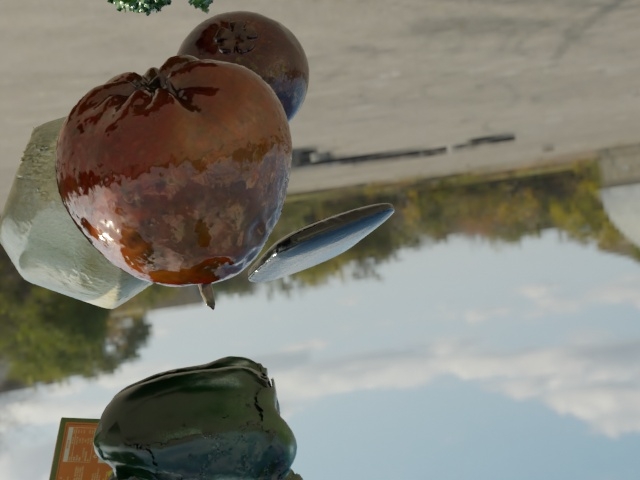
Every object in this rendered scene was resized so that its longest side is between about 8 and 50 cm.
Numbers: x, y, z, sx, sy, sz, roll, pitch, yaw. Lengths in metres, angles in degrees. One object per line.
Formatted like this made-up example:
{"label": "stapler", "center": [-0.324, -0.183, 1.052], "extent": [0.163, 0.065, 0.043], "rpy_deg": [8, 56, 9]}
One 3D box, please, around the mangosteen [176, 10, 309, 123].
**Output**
{"label": "mangosteen", "center": [-0.124, -0.240, 2.067], "extent": [0.215, 0.215, 0.257], "rpy_deg": [-8, 150, -5]}

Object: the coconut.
{"label": "coconut", "center": [-0.285, -0.040, 1.723], "extent": [0.247, 0.245, 0.245], "rpy_deg": [18, 179, -7]}

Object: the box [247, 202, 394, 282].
{"label": "box", "center": [0.000, 0.000, 1.883], "extent": [0.212, 0.042, 0.201], "rpy_deg": [-21, 170, -26]}

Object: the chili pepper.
{"label": "chili pepper", "center": [-0.155, 0.270, 1.660], "extent": [0.256, 0.233, 0.248], "rpy_deg": [-8, 174, -3]}

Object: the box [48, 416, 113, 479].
{"label": "box", "center": [-0.412, 0.448, 2.364], "extent": [0.148, 0.195, 0.177], "rpy_deg": [2, 145, 1]}

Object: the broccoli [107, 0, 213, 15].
{"label": "broccoli", "center": [-0.224, -0.385, 1.506], "extent": [0.261, 0.269, 0.241], "rpy_deg": [18, -130, 22]}

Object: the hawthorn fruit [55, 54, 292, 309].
{"label": "hawthorn fruit", "center": [-0.162, -0.059, 1.522], "extent": [0.277, 0.298, 0.277], "rpy_deg": [-13, -164, 4]}
